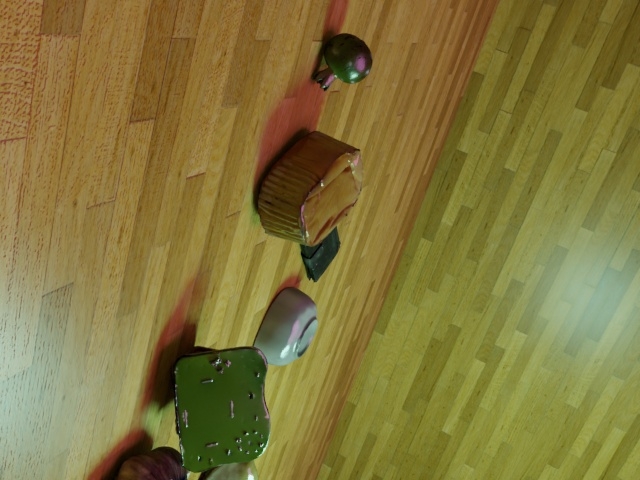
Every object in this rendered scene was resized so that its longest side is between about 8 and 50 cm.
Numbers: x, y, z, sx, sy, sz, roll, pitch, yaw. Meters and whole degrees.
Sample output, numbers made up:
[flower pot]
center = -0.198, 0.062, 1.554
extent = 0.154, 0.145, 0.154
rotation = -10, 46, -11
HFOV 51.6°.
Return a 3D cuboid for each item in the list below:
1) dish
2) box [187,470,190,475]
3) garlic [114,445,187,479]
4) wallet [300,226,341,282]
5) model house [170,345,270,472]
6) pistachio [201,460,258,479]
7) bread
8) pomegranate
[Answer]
[dish]
center = -0.088, 0.270, 1.988
extent = 0.256, 0.117, 0.256
rotation = -54, 160, -30
[box]
center = -0.401, 0.642, 1.689
extent = 0.100, 0.048, 0.152
rotation = -67, 162, 0
[garlic]
center = -0.376, 0.574, 1.460
extent = 0.245, 0.160, 0.245
rotation = -57, 162, -29
[wallet]
center = 0.001, 0.000, 2.002
extent = 0.169, 0.044, 0.317
rotation = -57, 161, -21
[model house]
center = -0.233, 0.348, 1.500
extent = 0.154, 0.206, 0.294
rotation = -138, -135, -62
[pistachio]
center = -0.290, 0.767, 2.039
extent = 0.166, 0.197, 0.288
rotation = 24, -77, 64
[bread]
center = -0.029, -0.124, 1.552
extent = 0.288, 0.156, 0.204
rotation = -51, 151, -32
[pomegranate]
center = 0.048, -0.394, 1.484
extent = 0.142, 0.114, 0.114
rotation = -42, 165, 6
